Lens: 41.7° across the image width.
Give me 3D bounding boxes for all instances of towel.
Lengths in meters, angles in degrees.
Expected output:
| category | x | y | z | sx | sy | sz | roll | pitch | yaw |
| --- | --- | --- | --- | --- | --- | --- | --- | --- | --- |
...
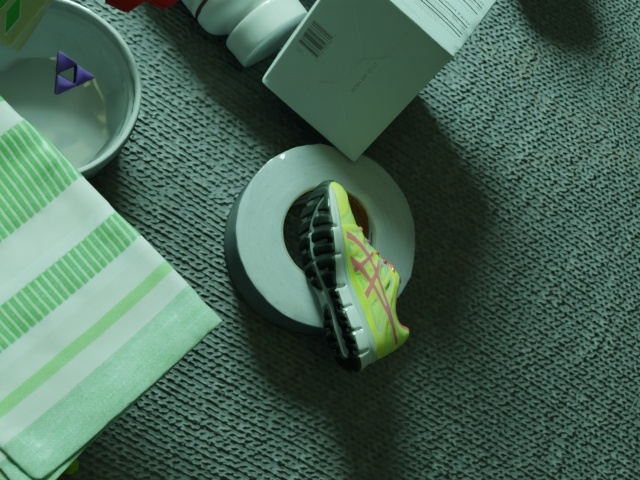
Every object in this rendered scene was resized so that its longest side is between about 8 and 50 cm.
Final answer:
| category | x | y | z | sx | sy | sz | roll | pitch | yaw |
| --- | --- | --- | --- | --- | --- | --- | --- | --- | --- |
| towel | -0.289 | 0.041 | 0.787 | 0.325 | 0.038 | 0.248 | 47 | 67 | -2 |

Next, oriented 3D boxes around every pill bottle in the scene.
| category | x | y | z | sx | sy | sz | roll | pitch | yaw |
| --- | --- | --- | --- | --- | --- | --- | --- | --- | --- |
| pill bottle | -0.120 | -0.325 | 0.999 | 0.121 | 0.121 | 0.221 | -39 | 92 | -22 |

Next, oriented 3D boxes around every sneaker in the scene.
| category | x | y | z | sx | sy | sz | roll | pitch | yaw |
| --- | --- | --- | --- | --- | --- | --- | --- | --- | --- |
| sneaker | 0.041 | 0.033 | 0.923 | 0.094 | 0.081 | 0.208 | -13 | 89 | -27 |

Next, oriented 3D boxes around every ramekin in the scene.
| category | x | y | z | sx | sy | sz | roll | pitch | yaw |
| --- | --- | --- | --- | --- | --- | --- | --- | --- | --- |
| ramekin | -0.304 | -0.148 | 0.907 | 0.207 | 0.109 | 0.207 | 4 | 76 | -17 |

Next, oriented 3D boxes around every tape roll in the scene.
| category | x | y | z | sx | sy | sz | roll | pitch | yaw |
| --- | --- | --- | --- | --- | --- | --- | --- | --- | --- |
| tape roll | 0.000 | 0.000 | 0.991 | 0.219 | 0.072 | 0.219 | 4 | 77 | -17 |

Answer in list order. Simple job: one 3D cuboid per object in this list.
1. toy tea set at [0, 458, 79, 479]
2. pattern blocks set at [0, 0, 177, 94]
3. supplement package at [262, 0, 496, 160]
| category | x | y | z | sx | sy | sz | roll | pitch | yaw |
| --- | --- | --- | --- | --- | --- | --- | --- | --- | --- |
| toy tea set | -0.408 | 0.246 | 0.802 | 0.336 | 0.124 | 0.200 | 23 | 101 | -15 |
| pattern blocks set | -0.315 | -0.281 | 0.780 | 0.285 | 0.026 | 0.325 | -45 | 124 | -9 |
| supplement package | 0.075 | -0.241 | 0.973 | 0.149 | 0.194 | 0.203 | 41 | 45 | -5 |
